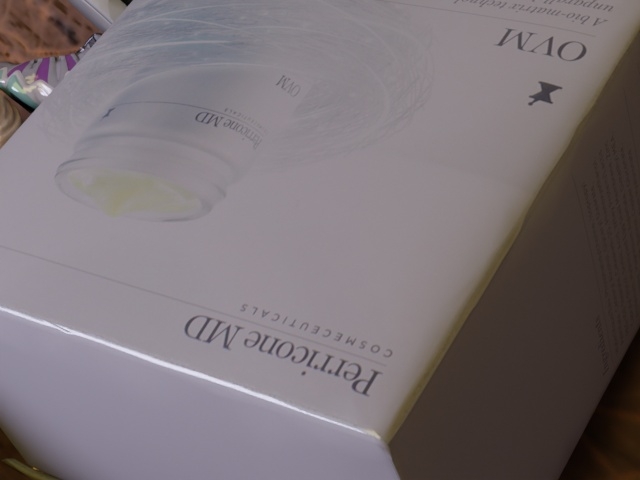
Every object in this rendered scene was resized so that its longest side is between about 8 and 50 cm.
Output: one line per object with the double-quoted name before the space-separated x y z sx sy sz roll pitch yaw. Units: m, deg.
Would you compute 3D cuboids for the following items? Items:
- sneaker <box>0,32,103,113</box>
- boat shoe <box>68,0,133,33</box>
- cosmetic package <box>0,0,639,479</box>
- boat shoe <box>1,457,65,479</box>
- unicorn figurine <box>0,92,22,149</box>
"sneaker" -0.132 -0.096 0.777 0.098 0.038 0.069 26 80 25
"boat shoe" -0.121 -0.193 0.737 0.099 0.116 0.319 -40 37 4
"cosmetic package" 0.000 0.000 0.558 0.224 0.138 0.225 14 56 32
"boat shoe" -0.063 0.160 0.588 0.104 0.089 0.285 -39 55 8
"unicorn figurine" -0.184 -0.011 0.756 0.111 0.060 0.162 -45 73 5
